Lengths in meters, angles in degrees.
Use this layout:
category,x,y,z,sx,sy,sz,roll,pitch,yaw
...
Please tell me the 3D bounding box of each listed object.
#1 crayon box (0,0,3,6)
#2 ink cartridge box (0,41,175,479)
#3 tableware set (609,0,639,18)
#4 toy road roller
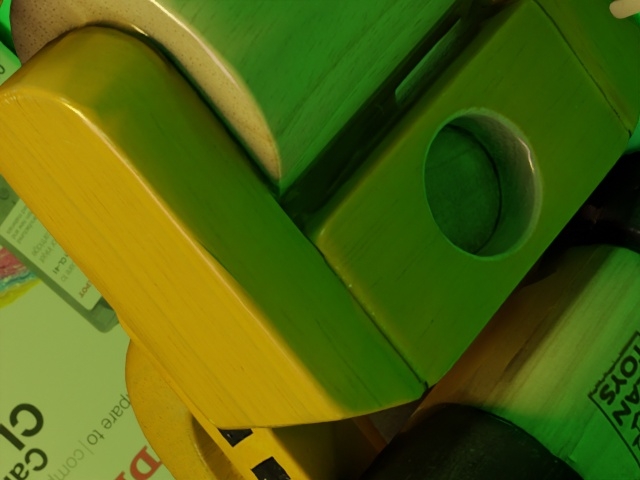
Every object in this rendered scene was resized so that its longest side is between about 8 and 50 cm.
category,x,y,z,sx,sy,sz,roll,pitch,yaw
crayon box,-0.181,-0.122,0.644,0.165,0.081,0.278,40,128,15
ink cartridge box,-0.187,0.042,1.025,0.306,0.226,0.131,42,151,-1
tableware set,0.124,-0.133,0.647,0.104,0.024,0.154,54,149,-13
toy road roller,0.000,0.000,0.776,0.240,0.202,0.329,-9,124,54
